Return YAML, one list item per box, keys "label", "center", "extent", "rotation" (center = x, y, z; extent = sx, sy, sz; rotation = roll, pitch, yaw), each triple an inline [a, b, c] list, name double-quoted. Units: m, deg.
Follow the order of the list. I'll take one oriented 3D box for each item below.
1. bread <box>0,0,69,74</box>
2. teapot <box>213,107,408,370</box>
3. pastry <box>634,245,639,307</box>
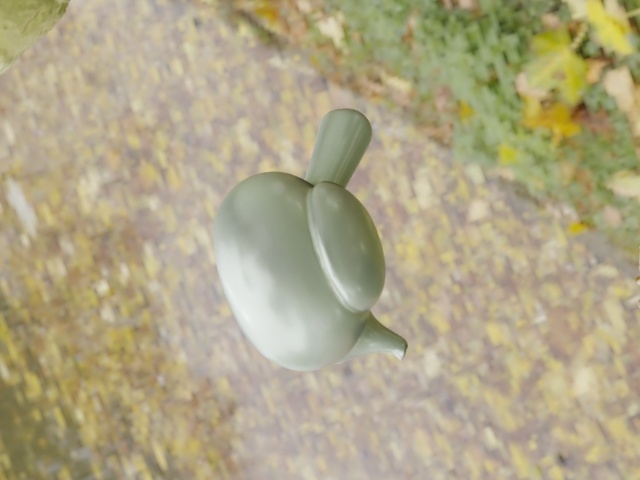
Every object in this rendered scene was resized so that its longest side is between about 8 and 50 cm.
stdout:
- label: "bread"
  center: [-0.373, -0.317, 1.482]
  extent: [0.320, 0.237, 0.320]
  rotation: [32, 175, 3]
- label: "teapot"
  center: [-0.017, -0.020, 1.608]
  extent: [0.220, 0.149, 0.318]
  rotation: [41, -147, -57]
- label: "pastry"
  center: [0.478, 0.029, 1.637]
  extent: [0.315, 0.184, 0.284]
  rotation: [-7, 66, 27]
